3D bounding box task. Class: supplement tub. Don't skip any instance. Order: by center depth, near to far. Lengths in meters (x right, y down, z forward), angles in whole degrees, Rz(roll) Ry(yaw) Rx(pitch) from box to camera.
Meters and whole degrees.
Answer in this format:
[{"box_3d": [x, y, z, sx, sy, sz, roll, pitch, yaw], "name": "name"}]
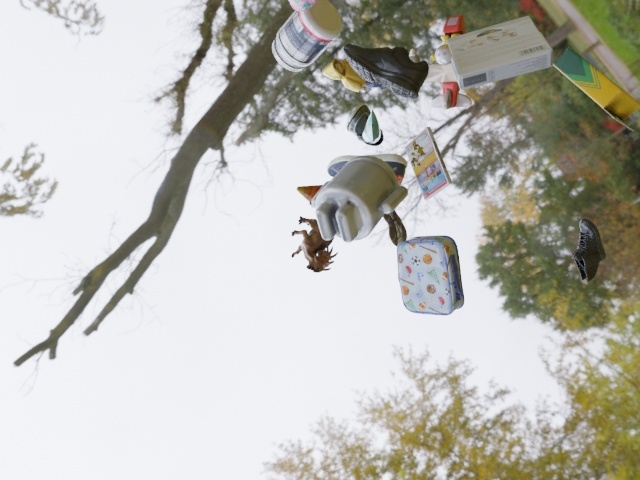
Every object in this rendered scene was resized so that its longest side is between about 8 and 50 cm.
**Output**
[{"box_3d": [-0.059, -0.833, 2.126, 0.191, 0.272, 0.190, 14, -115, -31], "name": "supplement tub"}]

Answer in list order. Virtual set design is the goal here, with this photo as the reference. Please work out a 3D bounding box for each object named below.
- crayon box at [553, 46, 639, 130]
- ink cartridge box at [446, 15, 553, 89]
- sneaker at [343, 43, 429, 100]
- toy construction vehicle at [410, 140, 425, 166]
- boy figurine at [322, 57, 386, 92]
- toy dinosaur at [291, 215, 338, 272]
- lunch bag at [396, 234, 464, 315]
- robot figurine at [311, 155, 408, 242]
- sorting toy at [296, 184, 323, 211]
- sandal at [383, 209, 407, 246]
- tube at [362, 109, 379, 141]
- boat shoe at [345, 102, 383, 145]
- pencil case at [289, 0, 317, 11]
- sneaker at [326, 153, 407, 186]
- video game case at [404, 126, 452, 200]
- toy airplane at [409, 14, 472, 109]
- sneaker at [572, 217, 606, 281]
[{"box_3d": [1.010, -0.546, 1.886, 0.203, 0.083, 0.322, 6, -135, -43], "name": "crayon box"}, {"box_3d": [0.551, -0.592, 1.648, 0.238, 0.276, 0.060, -91, -16, -44], "name": "ink cartridge box"}, {"box_3d": [0.203, -0.544, 1.615, 0.286, 0.130, 0.109, 32, -178, 14], "name": "sneaker"}, {"box_3d": [0.379, -0.334, 2.030, 0.098, 0.035, 0.085, 49, -122, -51], "name": "toy construction vehicle"}, {"box_3d": [0.147, -0.716, 2.217, 0.286, 0.092, 0.177, 4, -103, -24], "name": "boy figurine"}, {"box_3d": [0.000, 0.000, 2.054, 0.295, 0.201, 0.127, -63, -23, -18], "name": "toy dinosaur"}, {"box_3d": [0.412, 0.134, 1.942, 0.115, 0.243, 0.302, -18, -79, -46], "name": "lunch bag"}, {"box_3d": [0.119, -0.137, 1.652, 0.353, 0.300, 0.199, -51, -40, -42], "name": "robot figurine"}, {"box_3d": [-0.036, -0.196, 2.431, 0.126, 0.126, 0.365, 19, -167, -15], "name": "sorting toy"}, {"box_3d": [0.296, -0.058, 2.065, 0.049, 0.072, 0.180, 20, -136, -55], "name": "sandal"}, {"box_3d": [0.141, -0.298, 1.420, 0.207, 0.052, 0.080, -49, -48, -83], "name": "tube"}, {"box_3d": [0.177, -0.424, 1.971, 0.099, 0.116, 0.319, 40, -172, 12], "name": "boat shoe"}, {"box_3d": [-0.098, -0.921, 1.777, 0.284, 0.124, 0.124, 51, -163, -59], "name": "pencil case"}, {"box_3d": [0.165, -0.247, 2.044, 0.131, 0.350, 0.147, 23, -108, -49], "name": "sneaker"}, {"box_3d": [0.493, -0.351, 2.417, 0.025, 0.204, 0.284, -13, -103, -25], "name": "video game case"}, {"box_3d": [0.582, -0.783, 2.374, 0.384, 0.386, 0.273, 56, -157, 19], "name": "toy airplane"}, {"box_3d": [0.769, 0.028, 1.521, 0.170, 0.089, 0.051, 61, 173, -14], "name": "sneaker"}]
